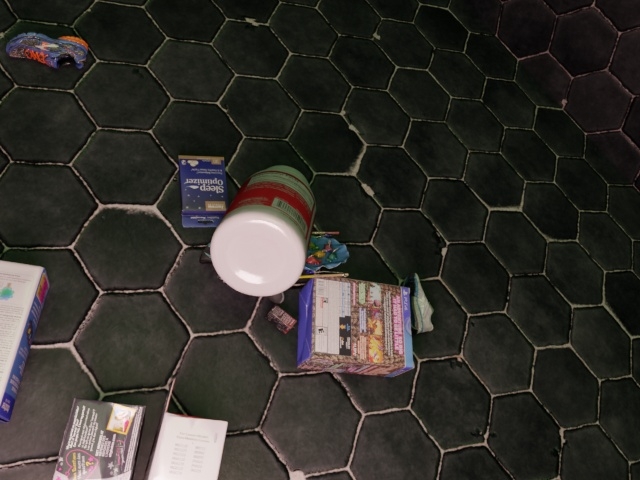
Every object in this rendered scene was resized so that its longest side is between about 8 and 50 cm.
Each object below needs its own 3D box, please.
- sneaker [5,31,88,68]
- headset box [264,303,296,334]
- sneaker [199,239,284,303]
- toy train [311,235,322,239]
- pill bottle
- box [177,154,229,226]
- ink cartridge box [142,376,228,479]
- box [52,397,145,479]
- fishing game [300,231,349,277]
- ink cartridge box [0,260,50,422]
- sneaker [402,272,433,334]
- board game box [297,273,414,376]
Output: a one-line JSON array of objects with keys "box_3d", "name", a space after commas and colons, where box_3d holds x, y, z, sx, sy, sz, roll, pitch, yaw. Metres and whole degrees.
[{"box_3d": [-0.804, -0.555, 1.530, 0.221, 0.083, 0.087, -7, 76, -19], "name": "sneaker"}, {"box_3d": [-0.107, 0.219, 1.424, 0.083, 0.062, 0.032, 38, 59, 1], "name": "headset box"}, {"box_3d": [-0.216, 0.096, 1.438, 0.267, 0.101, 0.106, 40, 74, 7], "name": "sneaker"}, {"box_3d": [0.000, 0.000, 1.597, 0.083, 0.017, 0.023, 12, 52, -15], "name": "toy train"}, {"box_3d": [-0.131, -0.051, 1.370, 0.229, 0.229, 0.407, 25, 27, -8], "name": "pill bottle"}, {"box_3d": [-0.344, -0.147, 1.529, 0.136, 0.036, 0.225, -1, 67, -21], "name": "box"}, {"box_3d": [-0.292, 0.459, 1.094, 0.130, 0.309, 0.272, 14, 62, -14], "name": "ink cartridge box"}, {"box_3d": [-0.455, 0.436, 1.081, 0.142, 0.247, 0.163, 11, 62, -13], "name": "box"}, {"box_3d": [-0.013, 0.027, 1.473, 0.189, 0.041, 0.264, 0, 28, 0], "name": "fishing game"}, {"box_3d": [-0.784, 0.237, 1.111, 0.270, 0.151, 0.395, 11, 61, -15], "name": "ink cartridge box"}, {"box_3d": [0.306, 0.193, 1.595, 0.083, 0.071, 0.190, 4, 73, -26], "name": "sneaker"}, {"box_3d": [0.094, 0.242, 1.442, 0.291, 0.141, 0.232, 10, 63, -16], "name": "board game box"}]
